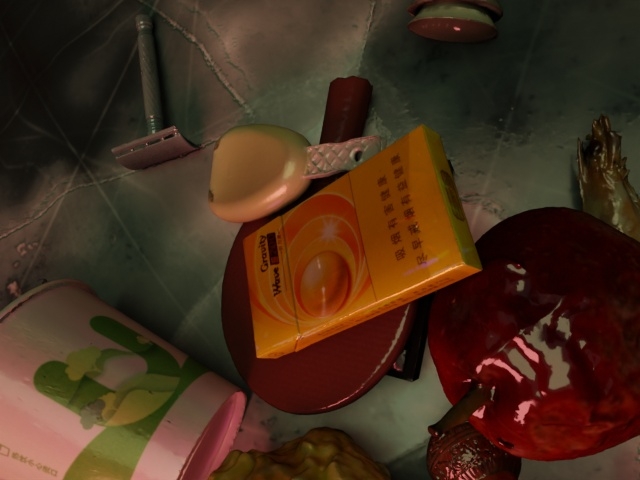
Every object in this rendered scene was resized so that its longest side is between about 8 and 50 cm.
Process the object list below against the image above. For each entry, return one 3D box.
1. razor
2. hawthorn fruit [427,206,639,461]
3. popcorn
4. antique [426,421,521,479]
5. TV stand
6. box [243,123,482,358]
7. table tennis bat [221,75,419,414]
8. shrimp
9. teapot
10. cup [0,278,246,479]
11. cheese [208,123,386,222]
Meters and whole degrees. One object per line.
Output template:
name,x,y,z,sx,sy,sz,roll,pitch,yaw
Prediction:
razor,-0.247,-0.223,0.808,0.106,0.068,0.231,-16,74,15
hawthorn fruit,0.196,0.107,0.529,0.266,0.210,0.230,-33,88,-23
popcorn,-0.024,0.324,0.580,0.250,0.225,0.249,1,94,19
antique,0.161,0.230,0.597,0.104,0.104,0.103,-2,83,18
TV stand,0.117,0.033,0.660,0.040,0.049,0.256,10,87,20
box,0.024,0.013,0.585,0.269,0.044,0.152,-29,57,36
table tennis bat,0.000,0.000,0.684,0.268,0.051,0.414,6,80,32
shrimp,0.347,-0.027,0.590,0.133,0.053,0.235,-19,81,17
teapot,0.167,-0.364,0.639,0.184,0.183,0.250,10,98,19
cup,-0.250,0.211,0.668,0.274,0.253,0.253,24,91,12
cheese,-0.032,-0.089,0.666,0.252,0.054,0.127,-4,76,38
